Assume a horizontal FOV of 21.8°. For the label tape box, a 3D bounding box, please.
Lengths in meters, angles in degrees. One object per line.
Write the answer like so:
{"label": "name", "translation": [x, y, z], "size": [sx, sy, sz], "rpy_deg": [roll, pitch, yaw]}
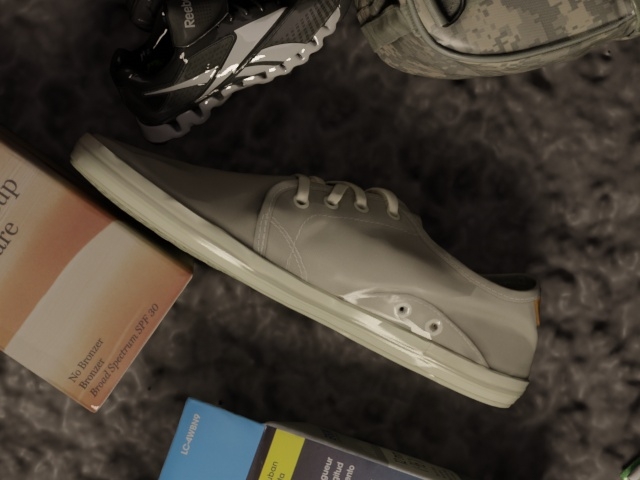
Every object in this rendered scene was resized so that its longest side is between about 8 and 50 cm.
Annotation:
{"label": "label tape box", "translation": [0.005, 0.301, 1.474], "size": [0.347, 0.115, 0.249], "rpy_deg": [20, 92, -4]}

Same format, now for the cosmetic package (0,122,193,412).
{"label": "cosmetic package", "translation": [-0.268, -0.003, 1.415], "size": [0.296, 0.129, 0.153], "rpy_deg": [34, 92, -6]}

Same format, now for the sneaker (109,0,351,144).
{"label": "sneaker", "translation": [-0.080, -0.177, 1.413], "size": [0.234, 0.078, 0.106], "rpy_deg": [-33, 135, 10]}

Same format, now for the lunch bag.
{"label": "lunch bag", "translation": [0.159, -0.233, 1.352], "size": [0.256, 0.305, 0.213], "rpy_deg": [-31, 96, -4]}

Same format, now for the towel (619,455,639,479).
{"label": "towel", "translation": [0.469, 0.260, 1.550], "size": [0.248, 0.038, 0.325], "rpy_deg": [-42, 96, -2]}

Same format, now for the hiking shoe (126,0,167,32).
{"label": "hiking shoe", "translation": [-0.102, -0.286, 1.442], "size": [0.086, 0.114, 0.227], "rpy_deg": [18, 117, -43]}

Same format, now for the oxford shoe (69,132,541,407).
{"label": "oxford shoe", "translation": [0.000, 0.000, 1.426], "size": [0.449, 0.169, 0.130], "rpy_deg": [26, 94, -14]}
